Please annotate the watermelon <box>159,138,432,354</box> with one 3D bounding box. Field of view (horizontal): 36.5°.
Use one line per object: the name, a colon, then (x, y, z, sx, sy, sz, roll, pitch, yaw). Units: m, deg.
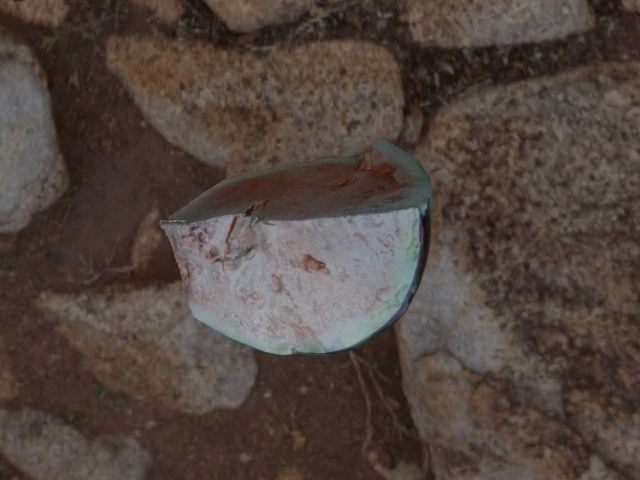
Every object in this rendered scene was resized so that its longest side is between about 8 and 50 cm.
watermelon: (0.000, 0.000, 0.980, 0.305, 0.224, 0.180, -5, 163, 33)
